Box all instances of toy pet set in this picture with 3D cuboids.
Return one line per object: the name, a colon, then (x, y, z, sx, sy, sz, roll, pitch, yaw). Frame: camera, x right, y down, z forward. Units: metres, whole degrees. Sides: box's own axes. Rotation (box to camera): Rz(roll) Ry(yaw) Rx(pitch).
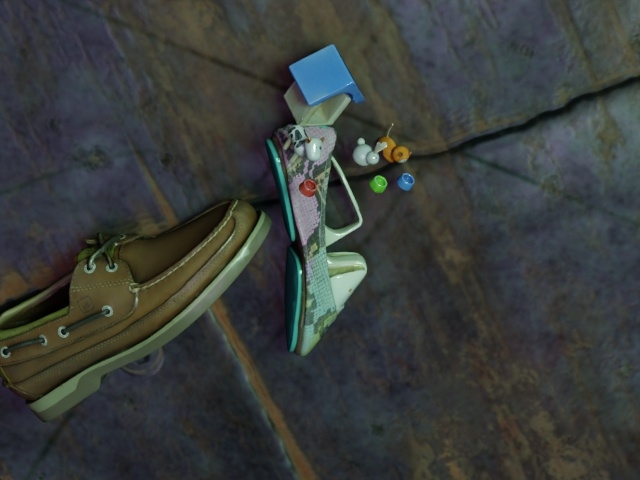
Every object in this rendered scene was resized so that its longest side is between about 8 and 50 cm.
toy pet set: (0.026, -0.103, 1.651, 0.065, 0.122, 0.114, -50, 57, 42)

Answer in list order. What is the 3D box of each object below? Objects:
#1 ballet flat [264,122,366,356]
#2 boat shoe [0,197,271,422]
ballet flat: (0.000, 0.000, 1.721, 0.079, 0.077, 0.222, -9, 113, -9)
boat shoe: (-0.182, 0.048, 1.741, 0.307, 0.111, 0.104, -38, 104, 21)
